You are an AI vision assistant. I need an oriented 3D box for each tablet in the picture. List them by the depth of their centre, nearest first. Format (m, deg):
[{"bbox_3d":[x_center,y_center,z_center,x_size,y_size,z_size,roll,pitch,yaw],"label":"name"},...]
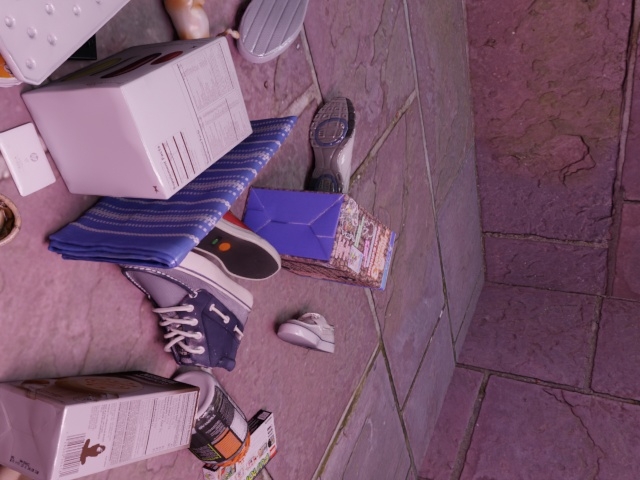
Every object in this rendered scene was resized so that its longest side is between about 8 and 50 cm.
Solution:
[{"bbox_3d":[-0.382,-0.105,0.702,0.054,0.006,0.083,-46,134,-49],"label":"tablet"}]

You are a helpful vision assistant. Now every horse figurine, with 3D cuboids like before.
[{"bbox_3d":[-0.203,-0.378,0.912,0.174,0.066,0.263,-53,141,-52],"label":"horse figurine"}]

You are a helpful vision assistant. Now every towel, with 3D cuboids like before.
[{"bbox_3d":[-0.206,-0.087,0.782,0.336,0.243,0.040,-59,140,-39],"label":"towel"}]

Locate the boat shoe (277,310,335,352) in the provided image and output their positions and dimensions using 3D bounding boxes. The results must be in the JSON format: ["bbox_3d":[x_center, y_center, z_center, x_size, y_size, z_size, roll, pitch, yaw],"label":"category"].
[{"bbox_3d":[-0.023,0.218,1.330,0.267,0.096,0.088,38,59,-59],"label":"boat shoe"}]

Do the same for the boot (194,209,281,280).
[{"bbox_3d":[-0.168,-0.040,0.945,0.244,0.088,0.176,38,23,-43],"label":"boot"}]

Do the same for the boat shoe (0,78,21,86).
[{"bbox_3d":[-0.406,-0.217,0.563,0.226,0.075,0.083,-8,103,-60],"label":"boat shoe"}]

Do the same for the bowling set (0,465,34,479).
[{"bbox_3d":[-0.422,0.424,0.633,0.287,0.154,0.200,-29,139,-58],"label":"bowling set"}]

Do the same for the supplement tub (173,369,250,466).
[{"bbox_3d":[-0.206,0.334,0.994,0.117,0.117,0.190,-61,145,-35],"label":"supplement tub"}]

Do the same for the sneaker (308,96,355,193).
[{"bbox_3d":[0.032,-0.211,1.360,0.129,0.111,0.297,2,98,-77],"label":"sneaker"}]

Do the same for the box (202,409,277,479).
[{"bbox_3d":[-0.169,0.476,1.173,0.207,0.036,0.114,-32,123,-55],"label":"box"}]

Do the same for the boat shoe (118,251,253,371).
[{"bbox_3d":[-0.225,0.123,0.903,0.340,0.127,0.158,43,51,-57],"label":"boat shoe"}]

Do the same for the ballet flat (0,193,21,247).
[{"bbox_3d":[-0.435,-0.054,0.512,0.316,0.106,0.108,21,77,-60],"label":"ballet flat"}]

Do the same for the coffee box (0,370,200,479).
[{"bbox_3d":[-0.310,0.253,0.767,0.246,0.141,0.098,18,79,-62],"label":"coffee box"}]

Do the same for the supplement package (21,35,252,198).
[{"bbox_3d":[-0.242,-0.174,0.746,0.203,0.194,0.149,-52,137,-45],"label":"supplement package"}]

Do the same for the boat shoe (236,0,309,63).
[{"bbox_3d":[-0.078,-0.463,1.087,0.109,0.094,0.302,31,69,-10],"label":"boat shoe"}]

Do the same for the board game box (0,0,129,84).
[{"bbox_3d":[-0.293,-0.425,0.533,0.390,0.050,0.390,77,24,-46],"label":"board game box"}]

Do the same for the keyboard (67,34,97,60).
[{"bbox_3d":[-0.325,-0.335,0.717,0.108,0.023,0.180,-65,161,-71],"label":"keyboard"}]

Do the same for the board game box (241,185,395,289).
[{"bbox_3d":[0.000,0.000,1.183,0.291,0.232,0.141,29,71,-59],"label":"board game box"}]
